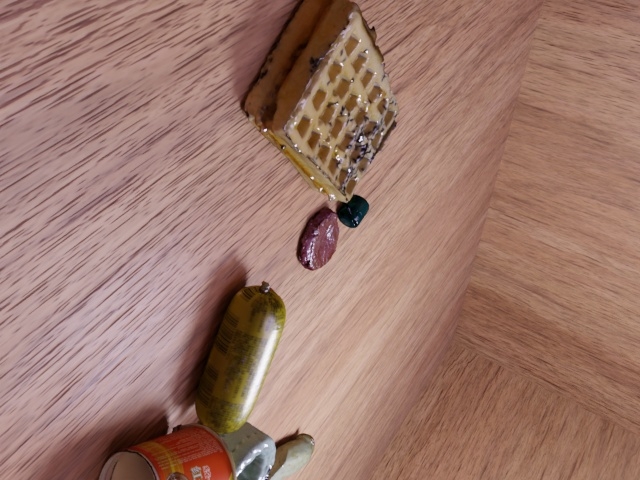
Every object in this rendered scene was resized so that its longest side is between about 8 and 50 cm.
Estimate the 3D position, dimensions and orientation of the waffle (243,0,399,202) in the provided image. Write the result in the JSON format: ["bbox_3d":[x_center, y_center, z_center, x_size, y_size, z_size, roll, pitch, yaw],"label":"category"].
[{"bbox_3d":[0.021,-0.238,1.092,0.261,0.114,0.376,-62,157,-7],"label":"waffle"}]

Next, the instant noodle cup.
[{"bbox_3d":[-0.283,0.446,1.052,0.174,0.213,0.213,16,99,-57],"label":"instant noodle cup"}]

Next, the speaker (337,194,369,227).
[{"bbox_3d":[0.079,-0.082,1.432,0.075,0.060,0.094,-56,155,-22],"label":"speaker"}]

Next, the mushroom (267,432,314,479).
[{"bbox_3d":[-0.116,0.662,1.737,0.333,0.087,0.107,2,112,-62],"label":"mushroom"}]

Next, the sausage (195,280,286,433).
[{"bbox_3d":[-0.161,0.239,1.173,0.123,0.123,0.347,0,113,-64],"label":"sausage"}]

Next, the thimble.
[{"bbox_3d":[-0.218,0.507,1.290,0.237,0.150,0.237,-44,149,-36],"label":"thimble"}]

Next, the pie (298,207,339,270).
[{"bbox_3d":[0.000,0.000,1.376,0.153,0.038,0.154,-44,147,-39],"label":"pie"}]
